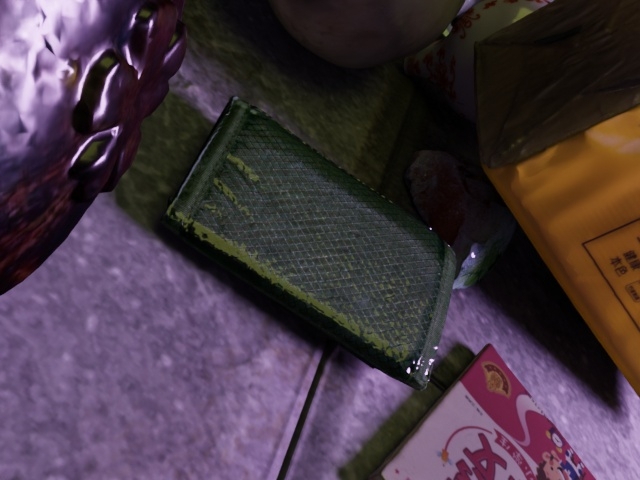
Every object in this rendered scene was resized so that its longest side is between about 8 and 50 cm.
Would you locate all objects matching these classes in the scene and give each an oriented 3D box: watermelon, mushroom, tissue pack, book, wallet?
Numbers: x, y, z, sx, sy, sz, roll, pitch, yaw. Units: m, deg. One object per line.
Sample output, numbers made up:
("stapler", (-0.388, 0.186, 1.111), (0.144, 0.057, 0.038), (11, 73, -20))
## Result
("watermelon", (0.144, -0.039, 0.882), (0.139, 0.071, 0.187), (43, 35, -1))
("mushroom", (0.055, -0.350, 0.892), (0.315, 0.315, 0.356), (24, 35, -31))
("tissue pack", (0.335, -0.046, 0.879), (0.382, 0.228, 0.293), (49, 29, -24))
("book", (0.140, 0.191, 0.692), (0.162, 0.022, 0.232), (52, 34, 5))
("wallet", (-0.002, 0.001, 0.694), (0.236, 0.055, 0.160), (33, 40, -11))

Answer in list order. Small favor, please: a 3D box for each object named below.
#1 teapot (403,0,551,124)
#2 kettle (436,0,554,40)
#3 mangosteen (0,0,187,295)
("teapot", (0.229, -0.208, 1.027), (0.245, 0.159, 0.116), (-6, 20, -21))
("kettle", (0.312, -0.249, 1.186), (0.318, 0.265, 0.205), (51, 3, 3))
("mangosteen", (-0.213, -0.116, 0.367), (0.330, 0.330, 0.330), (29, 39, -26))
